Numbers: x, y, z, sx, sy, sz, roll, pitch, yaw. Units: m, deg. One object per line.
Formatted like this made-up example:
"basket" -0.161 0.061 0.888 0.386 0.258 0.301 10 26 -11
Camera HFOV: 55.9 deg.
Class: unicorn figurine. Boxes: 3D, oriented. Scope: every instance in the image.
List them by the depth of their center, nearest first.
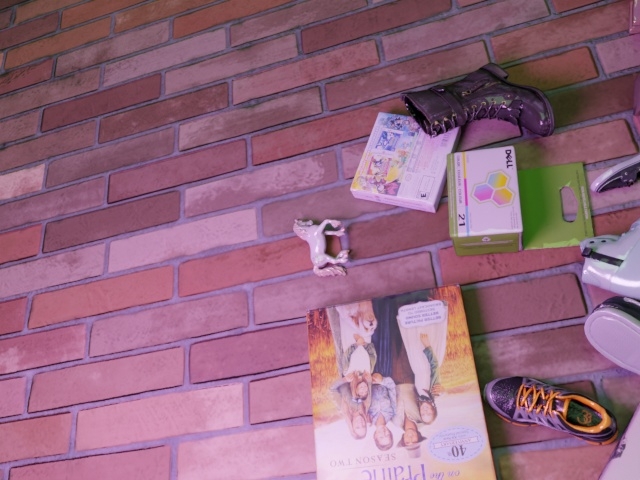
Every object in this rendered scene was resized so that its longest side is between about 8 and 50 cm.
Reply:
"unicorn figurine" 0.000 0.000 1.266 0.111 0.060 0.162 -13 62 12

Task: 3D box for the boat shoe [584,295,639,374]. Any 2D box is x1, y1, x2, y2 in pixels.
"boat shoe" 0.569 0.200 0.950 0.091 0.114 0.302 -27 65 -41

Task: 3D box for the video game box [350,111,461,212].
"video game box" 0.184 -0.171 1.294 0.187 0.048 0.205 14 70 21

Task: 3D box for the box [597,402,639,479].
"box" 0.459 0.370 0.888 0.094 0.113 0.275 30 71 29

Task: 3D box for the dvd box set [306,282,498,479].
"dvd box set" 0.135 0.303 1.073 0.307 0.062 0.421 -11 62 14

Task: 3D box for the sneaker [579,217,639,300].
"sneaker" 0.546 -0.018 1.064 0.151 0.094 0.256 14 59 34

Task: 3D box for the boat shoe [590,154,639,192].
"boat shoe" 0.580 -0.124 1.134 0.142 0.049 0.040 -28 60 2

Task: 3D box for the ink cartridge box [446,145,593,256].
"ink cartridge box" 0.378 -0.081 1.155 0.255 0.097 0.189 -5 64 17

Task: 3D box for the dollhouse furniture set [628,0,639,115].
"dollhouse furniture set" 0.713 -0.440 1.077 0.256 0.362 0.395 0 93 20

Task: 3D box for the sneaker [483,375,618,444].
"sneaker" 0.377 0.270 0.994 0.214 0.083 0.084 9 70 24

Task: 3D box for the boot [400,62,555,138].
"boot" 0.314 -0.258 1.234 0.228 0.091 0.263 -24 48 -15
